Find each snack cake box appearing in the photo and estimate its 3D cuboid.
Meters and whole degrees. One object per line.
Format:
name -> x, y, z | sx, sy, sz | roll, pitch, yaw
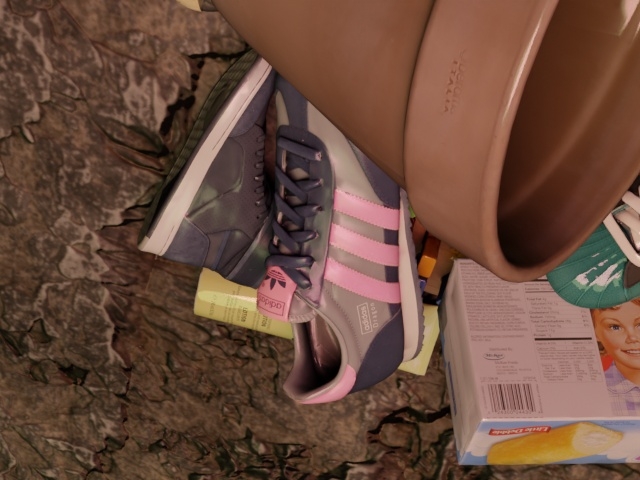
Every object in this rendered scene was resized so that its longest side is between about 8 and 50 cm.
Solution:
snack cake box -> 0.240, 0.099, 0.952 | 0.264, 0.152, 0.089 | 1, 145, -7

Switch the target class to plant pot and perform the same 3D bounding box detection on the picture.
plant pot -> 0.082, -0.175, 0.733 | 0.280, 0.323, 0.323 | 29, 133, 26

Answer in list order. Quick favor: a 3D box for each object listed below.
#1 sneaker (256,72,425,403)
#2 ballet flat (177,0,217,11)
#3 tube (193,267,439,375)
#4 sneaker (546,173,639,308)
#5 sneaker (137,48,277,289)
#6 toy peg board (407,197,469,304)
sneaker -> 0.000, 0.000, 0.946 | 0.112, 0.131, 0.319 | 22, 134, 50
ballet flat -> -0.043, -0.213, 0.918 | 0.173, 0.049, 0.057 | -4, 124, 18
tube -> -0.002, 0.071, 1.117 | 0.240, 0.062, 0.070 | 14, 169, -1
sneaker -> 0.294, -0.049, 0.852 | 0.302, 0.121, 0.108 | -35, 78, 15
sneaker -> -0.045, -0.054, 1.021 | 0.163, 0.086, 0.226 | 24, 121, -14
toy peg board -> 0.119, 0.005, 1.017 | 0.161, 0.079, 0.161 | 19, 128, 2
